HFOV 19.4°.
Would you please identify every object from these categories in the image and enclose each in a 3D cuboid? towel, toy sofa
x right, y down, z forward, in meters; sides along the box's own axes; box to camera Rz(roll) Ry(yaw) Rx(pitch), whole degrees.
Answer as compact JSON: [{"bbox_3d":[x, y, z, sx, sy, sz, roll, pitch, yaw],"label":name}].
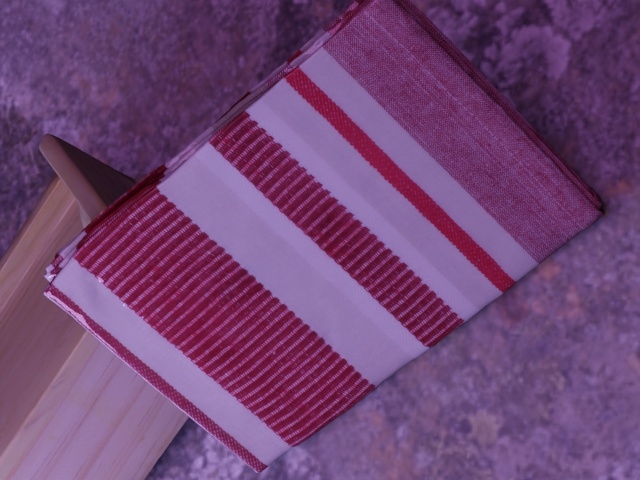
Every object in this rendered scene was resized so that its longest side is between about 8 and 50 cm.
[{"bbox_3d":[0.000,0.000,1.302,0.329,0.237,0.037,-39,25,18],"label":"towel"},{"bbox_3d":[-0.215,0.119,1.442,0.362,0.177,0.150,-56,35,8],"label":"toy sofa"}]
